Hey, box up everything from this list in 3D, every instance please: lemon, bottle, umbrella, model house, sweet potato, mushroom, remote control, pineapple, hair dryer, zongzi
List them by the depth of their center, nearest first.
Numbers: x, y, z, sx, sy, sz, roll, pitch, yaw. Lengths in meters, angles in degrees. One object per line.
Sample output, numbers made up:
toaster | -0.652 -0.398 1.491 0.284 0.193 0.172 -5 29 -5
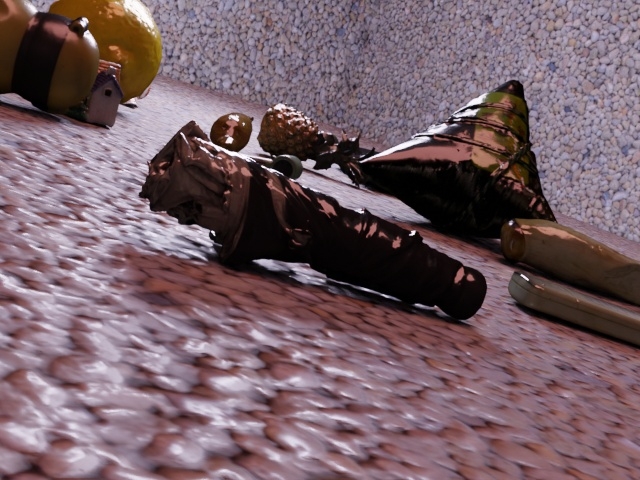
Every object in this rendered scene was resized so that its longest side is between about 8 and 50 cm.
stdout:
umbrella | 0.000 0.004 0.994 0.358 0.106 0.113 23 16 -19
remote control | 0.348 0.093 1.285 0.234 0.038 0.098 18 9 -9
bottle | -0.508 -0.303 1.549 0.351 0.171 0.171 19 8 -8
mushroom | 0.446 0.041 1.677 0.333 0.087 0.107 20 7 -2
model house | -0.372 -0.246 1.685 0.088 0.100 0.101 14 10 -30
hair dryer | -0.108 -0.128 1.748 0.150 0.047 0.071 9 5 8
zongzi | 0.227 -0.128 1.859 0.362 0.319 0.383 18 26 -12
sweet potato | -0.168 -0.189 1.882 0.075 0.074 0.269 18 18 -2
lemon | -0.419 -0.373 1.980 0.234 0.233 0.288 14 18 -26
pineapple | 0.000 -0.193 2.115 0.251 0.125 0.125 25 10 9

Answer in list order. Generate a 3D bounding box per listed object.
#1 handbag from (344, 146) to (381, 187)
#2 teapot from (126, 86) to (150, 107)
handbag | 0.147 -0.155 2.298 0.192 0.074 0.332 15 11 -15
teapot | -0.457 -0.359 2.263 0.159 0.116 0.245 0 12 -32
